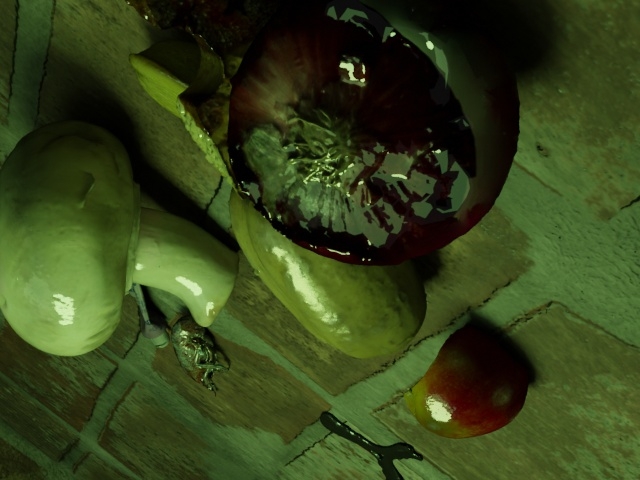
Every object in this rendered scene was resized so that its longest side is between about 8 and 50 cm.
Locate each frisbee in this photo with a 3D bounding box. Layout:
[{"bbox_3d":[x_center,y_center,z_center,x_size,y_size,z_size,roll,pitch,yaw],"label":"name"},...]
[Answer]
[{"bbox_3d":[0.100,0.347,1.821,0.211,0.012,0.187,44,152,-10],"label":"frisbee"}]

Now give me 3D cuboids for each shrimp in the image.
[{"bbox_3d":[-0.203,0.197,1.891,0.075,0.073,0.190,-106,-2,-56],"label":"shrimp"}]

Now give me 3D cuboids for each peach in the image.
[{"bbox_3d":[0.180,0.185,1.359,0.118,0.151,0.151,38,156,27],"label":"peach"}]

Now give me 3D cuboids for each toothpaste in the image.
[{"bbox_3d":[-0.320,0.074,1.861,0.075,0.048,0.301,20,146,38],"label":"toothpaste"}]

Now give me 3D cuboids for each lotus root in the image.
[{"bbox_3d":[0.000,0.000,1.255,0.169,0.151,0.342,21,151,56],"label":"lotus root"}]

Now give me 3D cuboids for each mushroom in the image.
[{"bbox_3d":[-0.324,0.020,1.520,0.315,0.315,0.356,8,141,44],"label":"mushroom"}]

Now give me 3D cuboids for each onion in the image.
[{"bbox_3d":[0.056,-0.119,1.005,0.272,0.195,0.272,8,109,22],"label":"onion"}]

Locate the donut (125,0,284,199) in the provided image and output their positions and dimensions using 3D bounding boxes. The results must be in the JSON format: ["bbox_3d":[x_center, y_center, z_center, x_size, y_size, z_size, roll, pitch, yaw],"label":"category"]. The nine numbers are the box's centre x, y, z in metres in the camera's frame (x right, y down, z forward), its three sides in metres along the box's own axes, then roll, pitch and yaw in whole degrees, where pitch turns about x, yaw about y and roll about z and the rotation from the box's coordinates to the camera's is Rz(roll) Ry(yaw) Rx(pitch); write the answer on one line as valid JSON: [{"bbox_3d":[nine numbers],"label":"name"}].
[{"bbox_3d":[-0.101,-0.207,1.076,0.112,0.151,0.295,24,146,49],"label":"donut"}]

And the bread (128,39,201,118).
[{"bbox_3d":[-0.126,-0.163,1.256,0.188,0.065,0.149,30,165,-3],"label":"bread"}]
